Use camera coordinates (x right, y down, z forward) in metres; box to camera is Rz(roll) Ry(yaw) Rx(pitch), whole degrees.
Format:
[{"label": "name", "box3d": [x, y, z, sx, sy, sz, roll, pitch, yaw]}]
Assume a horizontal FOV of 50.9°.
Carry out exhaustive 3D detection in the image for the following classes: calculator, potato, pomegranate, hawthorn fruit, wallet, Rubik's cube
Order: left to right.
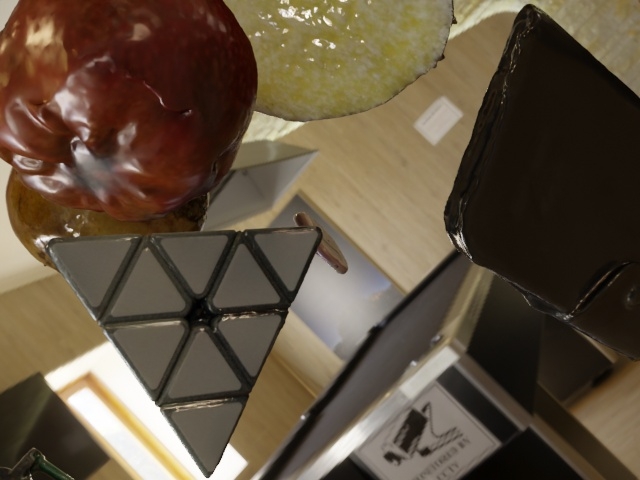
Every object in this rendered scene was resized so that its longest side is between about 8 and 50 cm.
[{"label": "pomegranate", "box3d": [-0.341, -0.078, 1.103, 0.322, 0.322, 0.322, -45, -5, -5]}, {"label": "hawthorn fruit", "box3d": [-0.121, -0.100, 0.428, 0.173, 0.173, 0.179, -46, 31, 14]}, {"label": "Rubik's cube", "box3d": [-0.156, 0.088, 0.805, 0.233, 0.229, 0.228, -42, -34, -55]}, {"label": "potato", "box3d": [-0.015, -0.230, 0.589, 0.299, 0.239, 0.115, -15, 46, 49]}, {"label": "calculator", "box3d": [0.000, 0.000, 1.099, 0.024, 0.103, 0.166, -44, 32, 8]}, {"label": "wallet", "box3d": [0.250, -0.012, 0.543, 0.051, 0.378, 0.197, 3, 69, 59]}]

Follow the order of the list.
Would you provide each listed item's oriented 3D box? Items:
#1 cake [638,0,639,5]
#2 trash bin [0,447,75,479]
[{"label": "cake", "box3d": [0.483, -0.306, 0.833, 0.158, 0.261, 0.160, -22, -33, 22]}, {"label": "trash bin", "box3d": [-0.442, 0.497, 0.881, 0.381, 0.259, 0.295, -50, 5, 34]}]
